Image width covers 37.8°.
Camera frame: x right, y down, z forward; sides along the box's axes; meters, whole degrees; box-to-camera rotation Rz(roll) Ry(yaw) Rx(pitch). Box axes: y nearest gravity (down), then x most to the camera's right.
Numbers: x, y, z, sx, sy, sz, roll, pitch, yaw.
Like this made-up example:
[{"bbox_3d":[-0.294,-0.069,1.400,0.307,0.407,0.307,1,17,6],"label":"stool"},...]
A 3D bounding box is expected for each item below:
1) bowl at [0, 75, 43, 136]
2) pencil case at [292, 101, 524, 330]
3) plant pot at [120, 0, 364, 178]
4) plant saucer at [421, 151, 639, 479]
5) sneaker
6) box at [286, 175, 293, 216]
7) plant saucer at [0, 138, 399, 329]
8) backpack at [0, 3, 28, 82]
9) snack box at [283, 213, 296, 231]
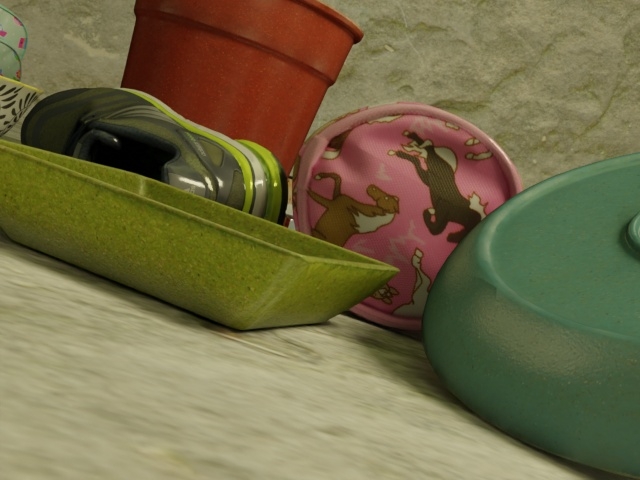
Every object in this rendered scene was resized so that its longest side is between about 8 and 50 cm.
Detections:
[{"bbox_3d":[-0.341,-0.124,0.826,0.170,0.080,0.170,19,3,-1],"label":"bowl"},{"bbox_3d":[0.069,-0.020,0.787,0.167,0.160,0.386,-10,0,5],"label":"pencil case"},{"bbox_3d":[-0.121,-0.158,1.082,0.272,0.265,0.272,20,2,-1],"label":"plant pot"},{"bbox_3d":[0.204,0.009,0.457,0.317,0.044,0.318,-10,22,4],"label":"plant saucer"},{"bbox_3d":[-0.166,-0.073,0.774,0.300,0.111,0.121,18,6,38],"label":"sneaker"},{"bbox_3d":[-0.074,-0.062,1.383,0.290,0.087,0.169,17,3,-45],"label":"box"},{"bbox_3d":[-0.069,0.002,0.495,0.188,0.045,0.188,20,3,17],"label":"plant saucer"},{"bbox_3d":[-0.509,-0.262,1.329,0.165,0.188,0.144,17,3,-45],"label":"backpack"},{"bbox_3d":[0.000,0.000,1.149,0.141,0.037,0.100,18,1,-27],"label":"snack box"}]
